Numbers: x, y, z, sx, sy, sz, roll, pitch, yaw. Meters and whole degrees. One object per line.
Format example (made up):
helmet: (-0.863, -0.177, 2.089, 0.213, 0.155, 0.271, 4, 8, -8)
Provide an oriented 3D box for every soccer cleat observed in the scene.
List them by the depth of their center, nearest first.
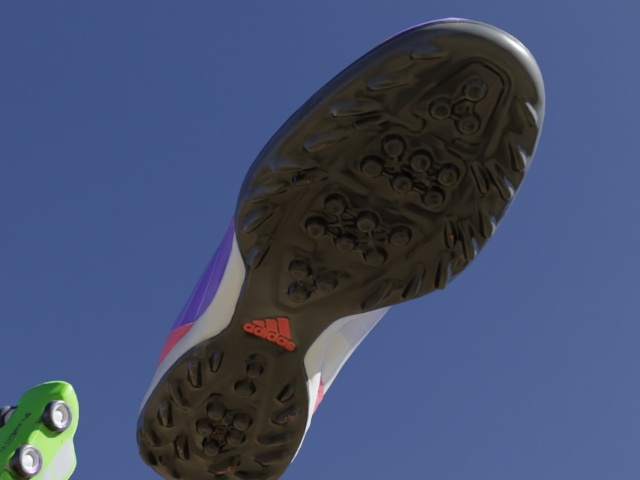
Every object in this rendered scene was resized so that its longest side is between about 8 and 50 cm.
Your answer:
soccer cleat: (0.000, 0.000, 0.653, 0.109, 0.116, 0.318, 25, -51, -11)

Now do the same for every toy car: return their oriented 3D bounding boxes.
toy car: (-0.215, 0.184, 0.847, 0.239, 0.225, 0.053, -12, -57, 37)
